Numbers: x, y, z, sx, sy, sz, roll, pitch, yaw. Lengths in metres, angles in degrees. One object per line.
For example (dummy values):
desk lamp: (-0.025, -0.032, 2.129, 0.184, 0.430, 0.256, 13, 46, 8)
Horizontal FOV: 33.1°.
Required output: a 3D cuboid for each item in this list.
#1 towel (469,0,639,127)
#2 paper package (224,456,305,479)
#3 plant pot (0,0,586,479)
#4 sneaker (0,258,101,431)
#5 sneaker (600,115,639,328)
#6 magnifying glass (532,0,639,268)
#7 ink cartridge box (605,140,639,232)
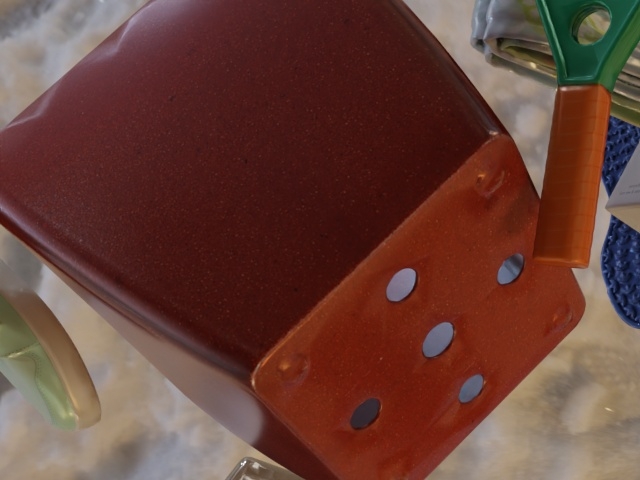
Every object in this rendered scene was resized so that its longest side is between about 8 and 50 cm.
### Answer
towel: (0.310, -0.250, 0.845, 0.320, 0.090, 0.375, 22, 75, -9)
paper package: (-0.028, 0.409, 1.020, 0.309, 0.168, 0.325, 13, 44, 31)
plant pot: (0.000, 0.000, 0.655, 0.267, 0.267, 0.235, -44, 45, -7)
sneaker: (-0.269, 0.061, 0.698, 0.256, 0.094, 0.151, 49, 65, -7)
sneaker: (0.316, -0.018, 1.027, 0.081, 0.090, 0.232, -22, 58, 39)
magnifying glass: (0.140, -0.101, 0.557, 0.092, 0.026, 0.231, 4, 80, 38)
ink cartridge box: (0.305, -0.086, 0.698, 0.134, 0.078, 0.231, 32, 81, -10)
